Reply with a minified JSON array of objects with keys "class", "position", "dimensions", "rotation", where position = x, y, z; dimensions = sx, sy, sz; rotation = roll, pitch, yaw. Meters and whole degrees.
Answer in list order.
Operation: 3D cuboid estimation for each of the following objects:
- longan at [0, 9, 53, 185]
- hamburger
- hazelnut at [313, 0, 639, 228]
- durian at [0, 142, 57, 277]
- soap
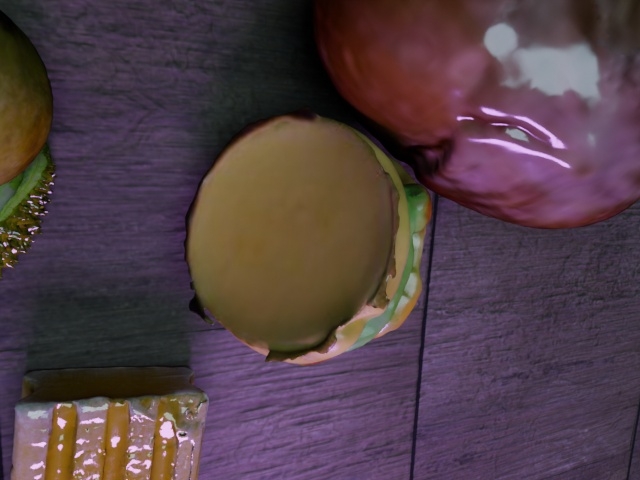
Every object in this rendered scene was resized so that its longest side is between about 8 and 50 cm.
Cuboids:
[{"class":"longan","position":[-0.286,-0.104,0.373],"dimensions":[0.176,0.145,0.155],"rotation":[-39,89,7]},{"class":"hamburger","position":[0.000,0.000,0.498],"dimensions":[0.149,0.237,0.237],"rotation":[19,93,-62]},{"class":"hazelnut","position":[0.161,-0.182,0.466],"dimensions":[0.372,0.372,0.315],"rotation":[19,131,-27]},{"class":"durian","position":[-0.314,-0.004,0.431],"dimensions":[0.215,0.086,0.100],"rotation":[-32,79,-19]},{"class":"soap","position":[-0.216,0.269,0.512],"dimensions":[0.173,0.089,0.274],"rotation":[5,98,-25]}]
